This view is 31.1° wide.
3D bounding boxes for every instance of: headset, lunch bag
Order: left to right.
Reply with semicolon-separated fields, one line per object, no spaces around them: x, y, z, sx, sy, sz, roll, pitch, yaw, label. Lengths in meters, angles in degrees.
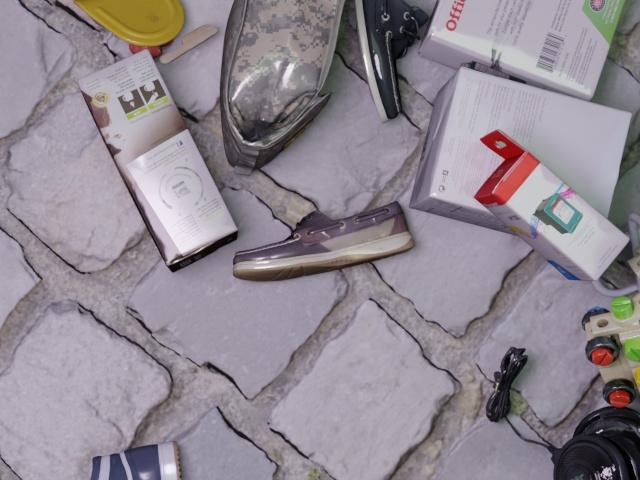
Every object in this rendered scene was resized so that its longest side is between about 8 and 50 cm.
-0.069;-0.244;1.704;0.169;0.235;0.287;12;83;-7;lunch bag
0.431;0.307;1.701;0.394;0.243;0.185;22;107;21;headset

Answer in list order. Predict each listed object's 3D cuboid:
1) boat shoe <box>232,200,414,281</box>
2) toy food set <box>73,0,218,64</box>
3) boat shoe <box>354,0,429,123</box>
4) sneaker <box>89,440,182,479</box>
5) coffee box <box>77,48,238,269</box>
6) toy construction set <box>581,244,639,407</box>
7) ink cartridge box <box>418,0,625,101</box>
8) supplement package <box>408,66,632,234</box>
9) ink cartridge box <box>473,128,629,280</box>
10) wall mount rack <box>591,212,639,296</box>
0.000;0.000;1.760;0.285;0.103;0.092;-10;80;-10;boat shoe
-0.283;-0.336;1.771;0.218;0.071;0.128;38;57;6;toy food set
0.110;-0.354;1.789;0.113;0.127;0.340;-9;76;5;boat shoe
-0.274;0.443;1.686;0.153;0.099;0.282;-3;78;-11;sneaker
-0.239;-0.112;1.710;0.119;0.168;0.297;-27;87;-7;coffee box
0.505;0.151;1.678;0.215;0.151;0.327;-15;116;19;toy construction set
0.316;-0.346;1.812;0.273;0.115;0.198;21;82;-3;ink cartridge box
0.296;-0.118;1.745;0.263;0.198;0.199;15;85;-4;supplement package
0.296;-0.046;1.574;0.231;0.134;0.078;40;87;-1;ink cartridge box
0.613;0.058;1.804;0.350;0.130;0.304;-22;120;-6;wall mount rack
